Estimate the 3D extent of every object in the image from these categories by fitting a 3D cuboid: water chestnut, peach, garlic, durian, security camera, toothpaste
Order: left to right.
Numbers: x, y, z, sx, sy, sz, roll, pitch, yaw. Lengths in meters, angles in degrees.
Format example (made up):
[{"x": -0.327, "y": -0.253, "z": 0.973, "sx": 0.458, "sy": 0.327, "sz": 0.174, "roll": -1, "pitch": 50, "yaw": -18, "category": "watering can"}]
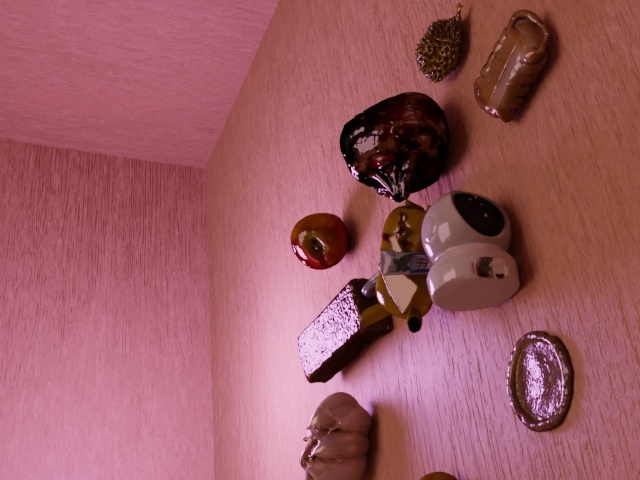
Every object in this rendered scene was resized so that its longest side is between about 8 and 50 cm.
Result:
[{"x": 0.000, "y": 0.000, "z": 2.509, "sx": 0.197, "sy": 0.197, "sz": 0.197, "roll": -173, "pitch": 90, "yaw": -69, "category": "peach"}, {"x": 0.041, "y": 0.571, "z": 2.203, "sx": 0.185, "sy": 0.203, "sz": 0.281, "roll": 42, "pitch": 121, "yaw": 42, "category": "garlic"}, {"x": 0.195, "y": -0.224, "z": 1.989, "sx": 0.244, "sy": 0.289, "sz": 0.289, "roll": 60, "pitch": 151, "yaw": 5, "category": "water chestnut"}, {"x": 0.248, "y": 0.053, "z": 1.813, "sx": 0.038, "sy": 0.233, "sz": 0.060, "roll": 35, "pitch": -123, "yaw": -76, "category": "toothpaste"}, {"x": 0.297, "y": -0.487, "z": 1.997, "sx": 0.146, "sy": 0.102, "sz": 0.208, "roll": -104, "pitch": 33, "yaw": -54, "category": "durian"}, {"x": 0.306, "y": 0.010, "z": 1.700, "sx": 0.194, "sy": 0.195, "sz": 0.236, "roll": 127, "pitch": 146, "yaw": -52, "category": "security camera"}]

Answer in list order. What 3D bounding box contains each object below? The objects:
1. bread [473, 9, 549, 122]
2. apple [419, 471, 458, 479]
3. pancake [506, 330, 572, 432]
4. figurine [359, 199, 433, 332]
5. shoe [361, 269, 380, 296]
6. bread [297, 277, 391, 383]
[{"x": 0.406, "y": -0.359, "z": 1.700, "sx": 0.225, "sy": 0.081, "sz": 0.134, "roll": -63, "pitch": 34, "yaw": 38, "category": "bread"}, {"x": 0.257, "y": 0.564, "z": 1.773, "sx": 0.099, "sy": 0.102, "sz": 0.114, "roll": -141, "pitch": 59, "yaw": -64, "category": "apple"}, {"x": 0.419, "y": 0.268, "z": 1.560, "sx": 0.199, "sy": 0.021, "sz": 0.199, "roll": -172, "pitch": 90, "yaw": -68, "category": "pancake"}, {"x": 0.216, "y": 0.070, "z": 1.933, "sx": 0.218, "sy": 0.169, "sz": 0.326, "roll": 18, "pitch": 103, "yaw": 60, "category": "figurine"}, {"x": 0.189, "y": 0.101, "z": 2.115, "sx": 0.078, "sy": 0.079, "sz": 0.195, "roll": 50, "pitch": 123, "yaw": 15, "category": "shoe"}, {"x": 0.058, "y": 0.268, "z": 2.338, "sx": 0.416, "sy": 0.113, "sz": 0.165, "roll": -50, "pitch": 44, "yaw": 51, "category": "bread"}]
